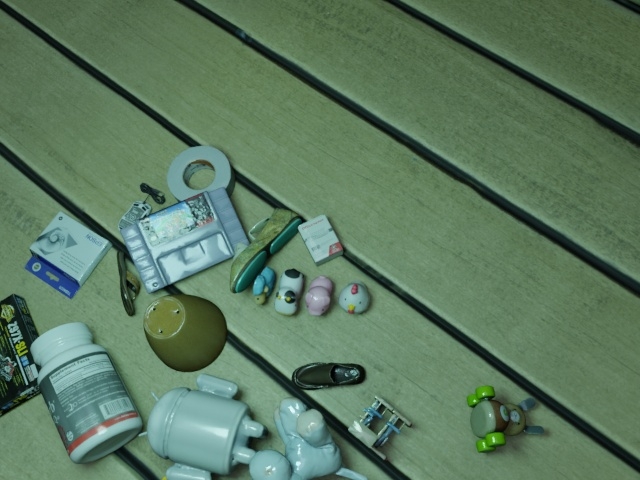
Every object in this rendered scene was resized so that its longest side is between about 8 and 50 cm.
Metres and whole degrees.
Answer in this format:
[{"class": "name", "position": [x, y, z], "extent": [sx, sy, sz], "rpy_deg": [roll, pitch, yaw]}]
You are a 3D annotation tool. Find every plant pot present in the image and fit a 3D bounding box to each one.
[{"class": "plant pot", "position": [-0.415, 0.252, 1.697], "extent": [0.237, 0.254, 0.237], "rpy_deg": [-1, 71, 3]}]

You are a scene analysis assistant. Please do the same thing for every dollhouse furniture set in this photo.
[{"class": "dollhouse furniture set", "position": [0.168, 0.514, 1.592], "extent": [0.129, 0.184, 0.129], "rpy_deg": [37, 77, 15]}]

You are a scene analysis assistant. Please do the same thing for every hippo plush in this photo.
[{"class": "hippo plush", "position": [-0.081, 0.594, 1.549], "extent": [0.236, 0.234, 0.294], "rpy_deg": [-40, 111, -26]}]

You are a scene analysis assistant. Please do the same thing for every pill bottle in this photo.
[{"class": "pill bottle", "position": [-0.684, 0.433, 1.677], "extent": [0.210, 0.210, 0.363], "rpy_deg": [-32, 71, -7]}]

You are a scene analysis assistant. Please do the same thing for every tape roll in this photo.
[{"class": "tape roll", "position": [-0.402, -0.208, 1.954], "extent": [0.219, 0.072, 0.219], "rpy_deg": [-1, 71, 4]}]

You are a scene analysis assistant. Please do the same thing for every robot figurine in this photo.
[{"class": "robot figurine", "position": [-0.330, 0.530, 1.617], "extent": [0.353, 0.200, 0.300], "rpy_deg": [12, 66, 9]}]

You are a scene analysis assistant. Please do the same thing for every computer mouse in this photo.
[{"class": "computer mouse", "position": [-0.611, -0.097, 1.950], "extent": [0.106, 0.042, 0.193], "rpy_deg": [28, 69, 8]}]

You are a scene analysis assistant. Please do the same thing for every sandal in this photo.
[{"class": "sandal", "position": [-0.613, 0.133, 1.857], "extent": [0.060, 0.090, 0.219], "rpy_deg": [-7, 61, -21]}]

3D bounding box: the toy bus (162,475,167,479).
[{"class": "toy bus", "position": [-0.397, 0.745, 1.544], "extent": [0.149, 0.211, 0.220], "rpy_deg": [-1, 69, 6]}]

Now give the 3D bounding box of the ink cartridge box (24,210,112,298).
[{"class": "ink cartridge box", "position": [-0.844, 0.045, 1.914], "extent": [0.223, 0.045, 0.224], "rpy_deg": [29, 75, 13]}]

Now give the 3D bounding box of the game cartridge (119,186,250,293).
[{"class": "game cartridge", "position": [-0.427, -0.007, 1.838], "extent": [0.355, 0.068, 0.230], "rpy_deg": [-25, 95, -10]}]

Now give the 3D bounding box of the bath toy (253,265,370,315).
[{"class": "bath toy", "position": [-0.023, 0.162, 1.763], "extent": [0.348, 0.129, 0.151], "rpy_deg": [7, 71, 6]}]

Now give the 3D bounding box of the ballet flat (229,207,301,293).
[{"class": "ballet flat", "position": [-0.197, 0.021, 1.809], "extent": [0.123, 0.123, 0.348], "rpy_deg": [32, 59, 14]}]

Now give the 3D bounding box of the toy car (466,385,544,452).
[{"class": "toy car", "position": [0.522, 0.492, 1.604], "extent": [0.188, 0.149, 0.155], "rpy_deg": [-1, 60, -8]}]

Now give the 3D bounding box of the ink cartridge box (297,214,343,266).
[{"class": "ink cartridge box", "position": [0.000, 0.000, 1.855], "extent": [0.099, 0.056, 0.135], "rpy_deg": [-25, 71, -5]}]

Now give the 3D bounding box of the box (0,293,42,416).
[{"class": "box", "position": [-0.999, 0.367, 1.797], "extent": [0.257, 0.079, 0.322], "rpy_deg": [-30, 71, -8]}]

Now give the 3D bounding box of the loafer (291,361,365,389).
[{"class": "loafer", "position": [0.021, 0.391, 1.703], "extent": [0.220, 0.078, 0.080], "rpy_deg": [-8, 70, 2]}]
